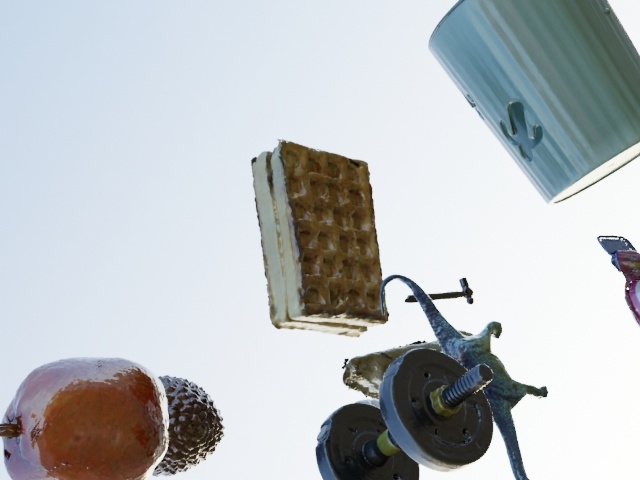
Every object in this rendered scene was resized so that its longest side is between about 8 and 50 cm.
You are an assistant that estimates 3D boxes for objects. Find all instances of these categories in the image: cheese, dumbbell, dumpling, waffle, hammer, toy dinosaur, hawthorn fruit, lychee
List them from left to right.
[{"bbox_3d":[-0.339,0.253,1.196,0.299,0.211,0.211,16,-97,-43],"label":"hawthorn fruit"},{"bbox_3d":[-0.256,0.320,1.545,0.188,0.188,0.188,-13,-74,-52],"label":"lychee"},{"bbox_3d":[-0.001,0.000,1.480,0.213,0.091,0.308,10,-116,-41],"label":"waffle"},{"bbox_3d":[0.094,0.227,1.040,0.143,0.325,0.143,20,-134,-23],"label":"dumbbell"},{"bbox_3d":[0.187,0.289,1.858,0.332,0.086,0.166,-7,-57,-29],"label":"dumpling"},{"bbox_3d":[0.262,0.121,1.987,0.178,0.021,0.065,-5,-111,-23],"label":"hammer"},{"bbox_3d":[0.227,0.185,1.263,0.147,0.076,0.363,-8,-122,-47],"label":"toy dinosaur"},{"bbox_3d":[0.505,0.082,1.342,0.155,0.244,0.062,3,-43,-34],"label":"cheese"}]

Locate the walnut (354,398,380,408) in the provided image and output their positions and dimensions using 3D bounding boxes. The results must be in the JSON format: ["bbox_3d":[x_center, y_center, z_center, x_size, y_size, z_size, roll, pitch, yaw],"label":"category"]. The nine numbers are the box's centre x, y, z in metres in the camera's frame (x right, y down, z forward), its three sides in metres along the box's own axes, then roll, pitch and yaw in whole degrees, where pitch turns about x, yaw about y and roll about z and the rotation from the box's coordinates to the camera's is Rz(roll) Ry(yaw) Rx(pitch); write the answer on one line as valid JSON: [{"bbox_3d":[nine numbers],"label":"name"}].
[{"bbox_3d":[0.153,0.500,2.240,0.228,0.228,0.228,-13,-74,-52],"label":"walnut"}]

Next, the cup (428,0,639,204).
[{"bbox_3d":[0.428,-0.293,1.628,0.392,0.310,0.401,60,-160,10],"label":"cup"}]
